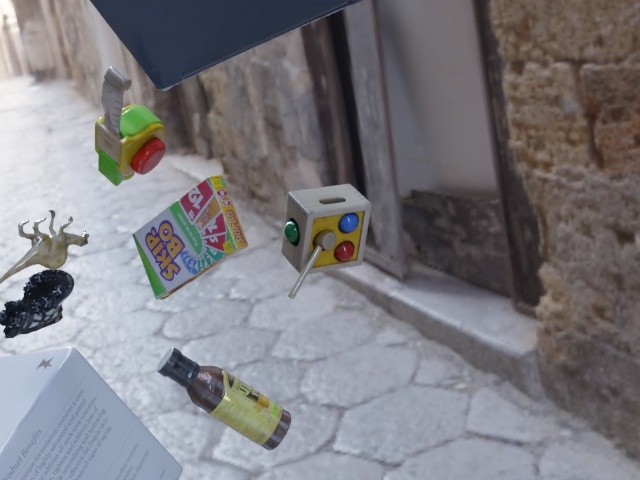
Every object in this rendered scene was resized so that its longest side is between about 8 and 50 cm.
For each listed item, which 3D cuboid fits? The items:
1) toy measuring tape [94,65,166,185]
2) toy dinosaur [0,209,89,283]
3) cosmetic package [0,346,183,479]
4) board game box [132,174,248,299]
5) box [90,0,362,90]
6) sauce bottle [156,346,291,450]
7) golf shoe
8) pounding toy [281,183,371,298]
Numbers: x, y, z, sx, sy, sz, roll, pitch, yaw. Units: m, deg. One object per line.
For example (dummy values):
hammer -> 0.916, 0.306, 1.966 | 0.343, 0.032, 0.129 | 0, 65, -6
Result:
toy measuring tape -> -0.301, -0.195, 1.543 | 0.121, 0.121, 0.330 | -16, -21, -20
toy dinosaur -> -0.454, 0.009, 1.567 | 0.183, 0.093, 0.053 | -31, 23, -35
cosmetic package -> -0.559, 0.471, 1.918 | 0.327, 0.394, 0.329 | -11, 35, 36
board game box -> -0.223, 0.003, 1.569 | 0.039, 0.124, 0.259 | -12, -14, -44
box -> -0.108, -0.419, 1.152 | 0.293, 0.212, 0.396 | -20, 42, 19
sauce bottle -> -0.231, 0.374, 2.296 | 0.111, 0.344, 0.111 | -48, 17, 21
golf shoe -> -0.496, 0.109, 1.736 | 0.198, 0.077, 0.093 | -31, -19, 30
pounding toy -> 0.000, 0.000, 1.466 | 0.141, 0.130, 0.100 | -9, 34, -27
